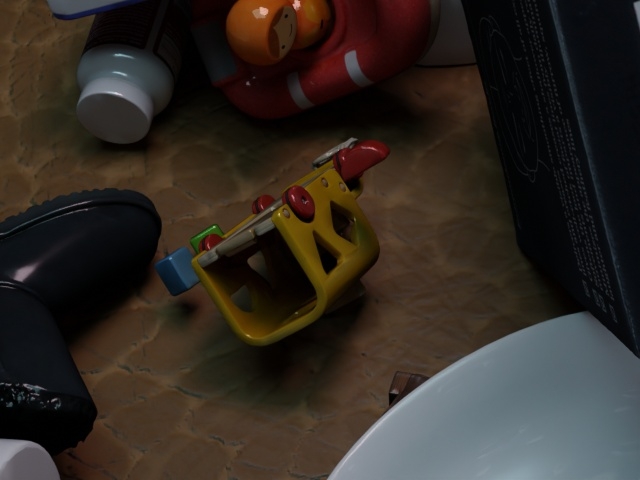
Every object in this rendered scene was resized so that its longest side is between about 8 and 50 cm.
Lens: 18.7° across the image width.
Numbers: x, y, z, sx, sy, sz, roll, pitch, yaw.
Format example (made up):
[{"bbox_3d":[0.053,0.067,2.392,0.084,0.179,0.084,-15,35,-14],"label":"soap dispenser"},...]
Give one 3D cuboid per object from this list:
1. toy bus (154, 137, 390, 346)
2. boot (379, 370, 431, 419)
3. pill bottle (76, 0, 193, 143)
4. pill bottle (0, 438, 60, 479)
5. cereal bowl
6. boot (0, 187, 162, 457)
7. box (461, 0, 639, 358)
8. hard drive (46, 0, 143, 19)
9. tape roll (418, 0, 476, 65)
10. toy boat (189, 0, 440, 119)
[{"bbox_3d":[-0.009,0.006,1.504,0.202,0.191,0.104,-33,95,-14],"label":"toy bus"},{"bbox_3d":[0.100,0.143,1.416,0.114,0.037,0.106,9,55,13],"label":"boot"},{"bbox_3d":[-0.162,-0.161,1.689,0.086,0.086,0.152,3,51,14],"label":"pill bottle"},{"bbox_3d":[-0.364,0.209,1.279,0.363,0.210,0.210,1,51,13],"label":"pill bottle"},{"bbox_3d":[0.155,0.201,1.248,0.339,0.141,0.339,-25,26,13],"label":"cereal bowl"},{"bbox_3d":[-0.207,0.072,1.477,0.246,0.094,0.207,-14,47,-22],"label":"boot"},{"bbox_3d":[0.235,-0.121,1.325,0.212,0.293,0.395,-16,11,-2],"label":"box"},{"bbox_3d":[-0.086,-0.303,1.664,0.210,0.040,0.318,-10,32,27],"label":"hard drive"},{"bbox_3d":[0.118,-0.289,1.728,0.286,0.100,0.286,-6,49,7],"label":"tape roll"},{"bbox_3d":[-0.021,-0.181,1.580,0.231,0.151,0.151,-19,6,34],"label":"toy boat"}]
